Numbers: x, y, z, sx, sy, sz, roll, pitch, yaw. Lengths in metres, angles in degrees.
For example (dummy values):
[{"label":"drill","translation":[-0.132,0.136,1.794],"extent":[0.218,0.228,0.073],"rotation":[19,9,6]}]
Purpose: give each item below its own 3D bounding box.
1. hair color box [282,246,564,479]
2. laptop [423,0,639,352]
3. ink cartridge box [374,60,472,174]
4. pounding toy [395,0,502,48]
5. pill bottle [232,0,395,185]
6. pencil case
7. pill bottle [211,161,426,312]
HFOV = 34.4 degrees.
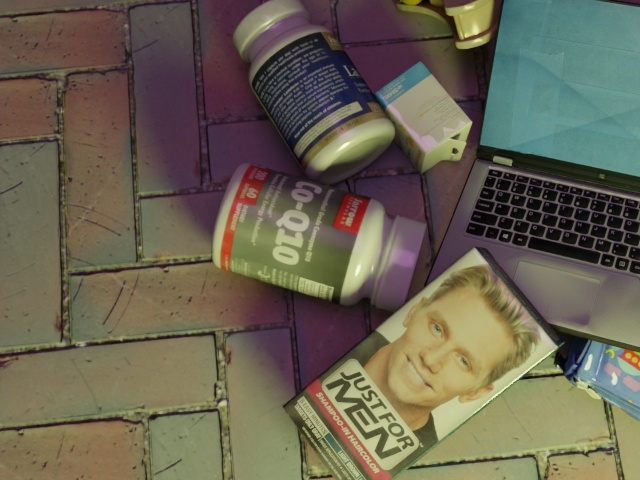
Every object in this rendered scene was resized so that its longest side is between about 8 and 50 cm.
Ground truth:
[{"label":"hair color box","translation":[0.137,0.182,1.400],"extent":[0.347,0.105,0.174],"rotation":[-42,77,12]},{"label":"laptop","translation":[0.378,-0.100,1.417],"extent":[0.382,0.236,0.408],"rotation":[14,58,19]},{"label":"ink cartridge box","translation":[0.158,-0.178,1.573],"extent":[0.090,0.092,0.143],"rotation":[-35,76,-9]},{"label":"pounding toy","translation":[0.230,-0.351,1.598],"extent":[0.269,0.155,0.154],"rotation":[22,61,39]},{"label":"pill bottle","translation":[-0.016,-0.227,1.558],"extent":[0.153,0.153,0.265],"rotation":[-30,76,-8]},{"label":"pencil case","translation":[0.482,0.211,1.440],"extent":[0.306,0.119,0.133],"rotation":[31,66,9]},{"label":"pill bottle","translation":[0.000,0.000,1.487],"extent":[0.283,0.161,0.161],"rotation":[16,74,5]}]
